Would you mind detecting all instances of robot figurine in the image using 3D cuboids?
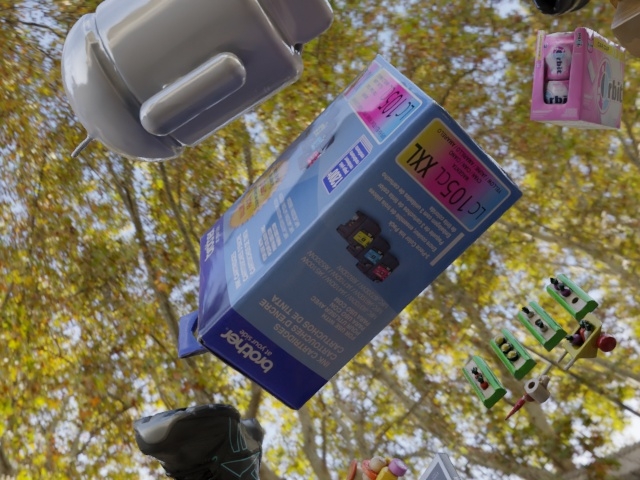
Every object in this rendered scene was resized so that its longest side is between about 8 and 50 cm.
[{"bbox_3d":[-0.162,-0.227,0.940,0.353,0.300,0.200,-30,-59,10],"label":"robot figurine"}]

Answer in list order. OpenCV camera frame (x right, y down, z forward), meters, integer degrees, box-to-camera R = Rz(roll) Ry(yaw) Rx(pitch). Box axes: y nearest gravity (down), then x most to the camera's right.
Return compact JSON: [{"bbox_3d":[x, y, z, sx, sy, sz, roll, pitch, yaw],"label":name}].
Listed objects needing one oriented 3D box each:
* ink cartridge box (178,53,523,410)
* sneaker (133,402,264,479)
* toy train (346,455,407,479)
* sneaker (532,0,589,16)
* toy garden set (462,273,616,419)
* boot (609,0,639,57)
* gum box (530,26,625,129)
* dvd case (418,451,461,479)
[{"bbox_3d":[0.000,0.000,0.886,0.151,0.270,0.395,39,-78,-21],"label":"ink cartridge box"},{"bbox_3d":[-0.120,0.247,0.875,0.101,0.106,0.267,-14,-23,13],"label":"sneaker"},{"bbox_3d":[0.040,0.286,0.846,0.046,0.166,0.125,32,-103,4],"label":"toy train"},{"bbox_3d":[0.285,-0.436,1.053,0.286,0.109,0.130,58,-139,-9],"label":"sneaker"},{"bbox_3d":[0.339,0.172,1.245,0.049,0.204,0.244,40,-80,-21],"label":"toy garden set"},{"bbox_3d":[0.290,-0.339,0.780,0.295,0.104,0.211,50,-134,-20],"label":"boot"},{"bbox_3d":[0.326,-0.199,0.982,0.188,0.062,0.107,-6,-80,-54],"label":"gum box"},{"bbox_3d":[0.217,0.524,1.373,0.029,0.239,0.179,17,-66,-26],"label":"dvd case"}]
